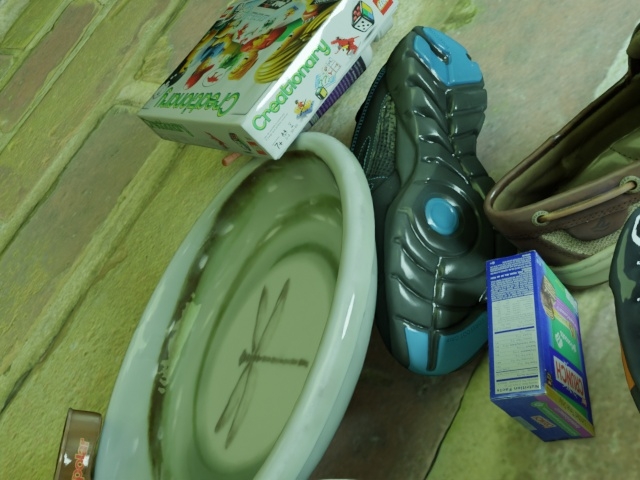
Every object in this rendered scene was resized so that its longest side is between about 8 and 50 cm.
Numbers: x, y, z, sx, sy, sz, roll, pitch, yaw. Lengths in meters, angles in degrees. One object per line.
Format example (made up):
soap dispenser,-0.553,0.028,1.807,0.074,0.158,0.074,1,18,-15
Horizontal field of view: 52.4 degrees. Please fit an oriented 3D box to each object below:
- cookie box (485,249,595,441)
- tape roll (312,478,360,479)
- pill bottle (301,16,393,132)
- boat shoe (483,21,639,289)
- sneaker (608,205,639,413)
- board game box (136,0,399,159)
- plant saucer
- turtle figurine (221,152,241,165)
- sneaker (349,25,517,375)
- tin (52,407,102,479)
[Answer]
cookie box,0.156,0.076,0.463,0.040,0.092,0.107,-17,50,34
tape roll,0.048,0.273,0.344,0.246,0.169,0.246,-22,47,26
pill bottle,-0.004,-0.228,0.814,0.193,0.108,0.108,-46,42,1
boat shoe,0.261,-0.101,0.441,0.342,0.123,0.123,-40,34,28
sneaker,0.259,0.008,0.313,0.321,0.180,0.124,-48,15,-30
board game box,-0.075,-0.185,0.694,0.193,0.053,0.305,-54,32,-11
plant saucer,-0.064,0.100,0.576,0.400,0.100,0.401,-41,33,35
turtle figurine,-0.153,-0.215,0.943,0.217,0.087,0.270,-4,57,37
sneaker,0.090,-0.032,0.608,0.139,0.125,0.341,-41,36,51
tin,-0.250,0.235,0.652,0.190,0.040,0.106,130,151,-54
